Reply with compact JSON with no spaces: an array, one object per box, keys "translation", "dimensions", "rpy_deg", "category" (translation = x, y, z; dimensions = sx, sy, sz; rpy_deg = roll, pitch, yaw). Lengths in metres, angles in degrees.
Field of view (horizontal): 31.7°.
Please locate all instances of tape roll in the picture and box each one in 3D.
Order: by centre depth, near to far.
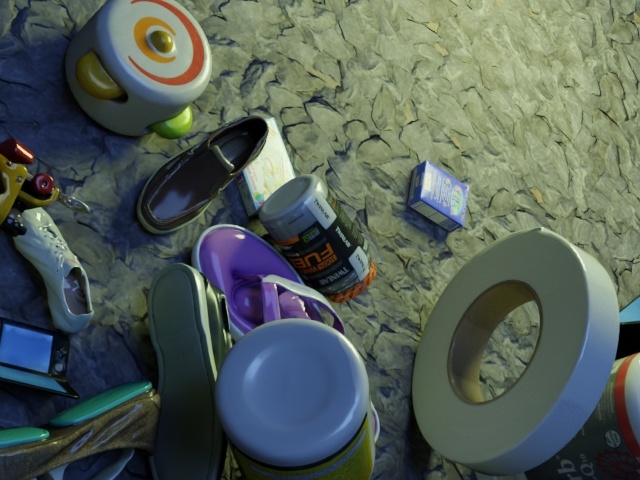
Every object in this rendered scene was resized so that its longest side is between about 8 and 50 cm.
[{"translation":[0.293,0.168,1.751],"dimensions":[0.072,0.392,0.392],"rpy_deg":[27,54,-27],"category":"tape roll"}]

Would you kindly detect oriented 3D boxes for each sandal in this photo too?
[{"translation":[-0.028,0.137,1.695],"dimensions":[0.416,0.102,0.169],"rpy_deg":[54,46,-5],"category":"sandal"}]

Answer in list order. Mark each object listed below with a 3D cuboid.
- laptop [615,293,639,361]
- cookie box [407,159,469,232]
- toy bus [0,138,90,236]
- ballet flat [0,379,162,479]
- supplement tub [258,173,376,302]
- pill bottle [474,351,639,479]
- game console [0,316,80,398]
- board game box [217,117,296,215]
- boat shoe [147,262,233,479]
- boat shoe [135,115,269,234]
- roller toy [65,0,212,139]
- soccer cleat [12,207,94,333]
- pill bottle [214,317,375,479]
[{"translation":[0.740,0.279,2.185],"dimensions":[0.236,0.408,0.382],"rpy_deg":[-29,88,-10],"category":"laptop"},{"translation":[0.214,-0.080,2.046],"dimensions":[0.107,0.040,0.092],"rpy_deg":[31,53,-25],"category":"cookie box"},{"translation":[-0.417,-0.057,1.401],"dimensions":[0.202,0.191,0.104],"rpy_deg":[18,71,11],"category":"toy bus"},{"translation":[-0.335,0.271,1.385],"dimensions":[0.342,0.116,0.124],"rpy_deg":[-14,96,-45],"category":"ballet flat"},{"translation":[0.000,0.000,1.764],"dimensions":[0.190,0.117,0.117],"rpy_deg":[52,45,-23],"category":"supplement tub"},{"translation":[0.430,0.320,1.807],"dimensions":[0.210,0.363,0.210],"rpy_deg":[19,58,-32],"category":"pill bottle"},{"translation":[-0.366,0.147,1.431],"dimensions":[0.122,0.071,0.107],"rpy_deg":[20,57,-32],"category":"game console"},{"translation":[-0.095,-0.120,1.818],"dimensions":[0.103,0.026,0.154],"rpy_deg":[-10,76,-42],"category":"board game box"},{"translation":[-0.164,0.205,1.542],"dimensions":[0.113,0.127,0.340],"rpy_deg":[24,50,-55],"category":"boat shoe"},{"translation":[-0.172,-0.110,1.685],"dimensions":[0.095,0.095,0.257],"rpy_deg":[46,56,-7],"category":"boat shoe"},{"translation":[-0.266,-0.265,1.663],"dimensions":[0.209,0.146,0.191],"rpy_deg":[16,59,-33],"category":"roller toy"},{"translation":[-0.351,0.028,1.498],"dimensions":[0.068,0.076,0.196],"rpy_deg":[-19,81,-43],"category":"soccer cleat"},{"translation":[-0.024,0.253,1.478],"dimensions":[0.188,0.334,0.188],"rpy_deg":[-2,59,4],"category":"pill bottle"}]
